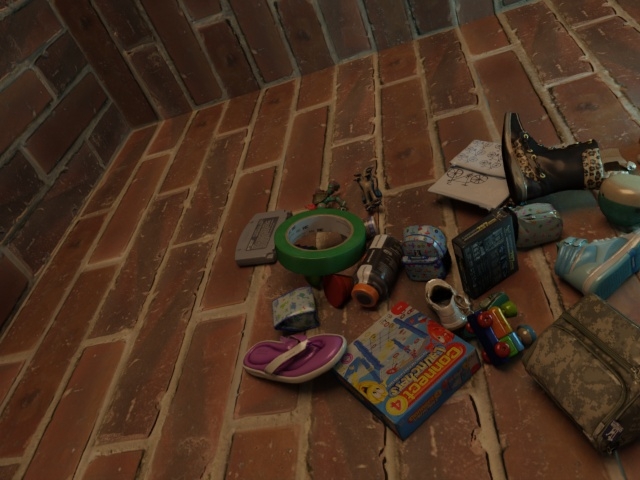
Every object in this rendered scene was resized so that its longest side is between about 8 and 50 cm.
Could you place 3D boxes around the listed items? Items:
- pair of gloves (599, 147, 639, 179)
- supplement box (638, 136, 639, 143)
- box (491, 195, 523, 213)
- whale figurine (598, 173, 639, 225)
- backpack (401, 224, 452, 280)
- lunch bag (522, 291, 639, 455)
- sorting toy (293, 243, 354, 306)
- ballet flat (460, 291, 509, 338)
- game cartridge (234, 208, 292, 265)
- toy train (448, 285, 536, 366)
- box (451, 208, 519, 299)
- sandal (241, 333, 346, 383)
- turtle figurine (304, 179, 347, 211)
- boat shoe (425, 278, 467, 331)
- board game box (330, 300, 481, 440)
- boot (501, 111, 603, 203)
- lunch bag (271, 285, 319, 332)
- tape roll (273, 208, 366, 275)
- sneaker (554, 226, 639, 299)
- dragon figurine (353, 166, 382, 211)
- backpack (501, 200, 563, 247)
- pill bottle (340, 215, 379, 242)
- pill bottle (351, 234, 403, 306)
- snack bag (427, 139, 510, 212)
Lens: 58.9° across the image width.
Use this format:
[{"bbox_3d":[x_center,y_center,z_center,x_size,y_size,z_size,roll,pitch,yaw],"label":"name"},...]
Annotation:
[{"bbox_3d":[1.075,-0.269,1.925,0.240,0.042,0.204,-3,41,25],"label":"pair of gloves"},{"bbox_3d":[1.195,-0.357,1.888,0.234,0.080,0.078,-8,36,-9],"label":"supplement box"},{"bbox_3d":[0.668,-0.169,2.017,0.101,0.060,0.244,-5,40,26],"label":"box"},{"bbox_3d":[0.991,-0.115,1.733,0.272,0.141,0.216,2,27,-3],"label":"whale figurine"},{"bbox_3d":[0.337,0.036,1.857,0.158,0.173,0.117,3,44,31],"label":"backpack"},{"bbox_3d":[0.654,0.312,1.320,0.256,0.212,0.305,-42,36,5],"label":"lunch bag"},{"bbox_3d":[0.026,0.102,2.036,0.126,0.127,0.365,-14,32,-27],"label":"sorting toy"},{"bbox_3d":[0.472,0.218,1.660,0.188,0.070,0.070,-34,37,-16],"label":"ballet flat"},{"bbox_3d":[-0.241,-0.012,2.351,0.198,0.062,0.297,-10,38,26],"label":"game cartridge"},{"bbox_3d":[0.473,0.204,1.555,0.143,0.105,0.248,-23,74,-16],"label":"toy train"},{"bbox_3d":[0.499,0.044,1.704,0.183,0.232,0.059,-32,40,-9],"label":"box"},{"bbox_3d":[-0.107,0.344,1.718,0.416,0.102,0.169,-16,34,38],"label":"sandal"},{"bbox_3d":[0.019,-0.156,2.336,0.175,0.118,0.234,-13,32,15],"label":"turtle figurine"},{"bbox_3d":[0.366,0.165,1.703,0.098,0.096,0.277,-27,18,5],"label":"boat shoe"},{"bbox_3d":[0.231,0.351,1.600,0.308,0.086,0.302,-38,38,-17],"label":"board game box"},{"bbox_3d":[0.767,-0.295,1.911,0.284,0.138,0.377,-5,52,12],"label":"boot"},{"bbox_3d":[-0.088,0.238,1.916,0.151,0.096,0.128,-12,37,1],"label":"lunch bag"},{"bbox_3d":[0.000,0.000,1.994,0.321,0.077,0.321,-4,33,3],"label":"tape roll"},{"bbox_3d":[0.816,0.020,1.645,0.319,0.127,0.208,-34,38,-14],"label":"sneaker"},{"bbox_3d":[0.197,-0.212,2.318,0.085,0.144,0.289,-19,17,11],"label":"dragon figurine"},{"bbox_3d":[0.675,-0.050,1.814,0.182,0.152,0.115,-10,42,-1],"label":"backpack"},{"bbox_3d":[0.146,-0.037,2.137,0.137,0.078,0.078,-17,37,10],"label":"pill bottle"},{"bbox_3d":[0.186,0.105,1.894,0.131,0.130,0.245,2,44,32],"label":"pill bottle"},{"bbox_3d":[0.599,-0.249,2.076,0.342,0.037,0.323,-41,39,-21],"label":"snack bag"}]
